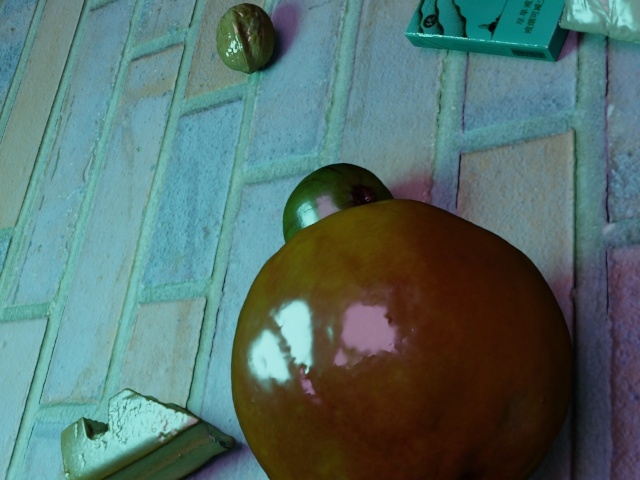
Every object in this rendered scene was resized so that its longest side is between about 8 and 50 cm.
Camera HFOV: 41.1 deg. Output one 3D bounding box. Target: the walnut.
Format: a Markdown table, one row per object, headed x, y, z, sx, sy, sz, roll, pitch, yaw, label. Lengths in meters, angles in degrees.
| x | y | z | sx | sy | sz | roll | pitch | yaw | label |
| --- | --- | --- | --- | --- | --- | --- | --- | --- | --- |
| -0.125 | -0.336 | 1.429 | 0.105 | 0.105 | 0.124 | -25 | 62 | 25 | walnut |

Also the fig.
| x | y | z | sx | sy | sz | roll | pitch | yaw | label |
| --- | --- | --- | --- | --- | --- | --- | --- | --- | --- |
| 0.000 | 0.000 | 1.161 | 0.259 | 0.151 | 0.151 | -41 | 41 | 51 | fig |

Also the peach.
| x | y | z | sx | sy | sz | roll | pitch | yaw | label |
| --- | --- | --- | --- | --- | --- | --- | --- | --- | --- |
| 0.084 | 0.133 | 0.862 | 0.343 | 0.343 | 0.302 | -37 | 32 | 17 | peach |

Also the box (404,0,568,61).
| x | y | z | sx | sy | sz | roll | pitch | yaw | label |
| --- | --- | --- | --- | --- | --- | --- | --- | --- | --- |
| 0.243 | -0.333 | 1.172 | 0.226 | 0.042 | 0.161 | 17 | 77 | 38 | box |

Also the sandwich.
| x | y | z | sx | sy | sz | roll | pitch | yaw | label |
| --- | --- | --- | --- | --- | --- | --- | --- | --- | --- |
| -0.234 | 0.273 | 1.171 | 0.235 | 0.122 | 0.128 | -31 | 55 | 18 | sandwich |

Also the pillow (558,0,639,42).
| x | y | z | sx | sy | sz | roll | pitch | yaw | label |
| --- | --- | --- | --- | --- | --- | --- | --- | --- | --- |
| 0.373 | -0.351 | 1.008 | 0.148 | 0.050 | 0.230 | 17 | 109 | 27 | pillow |
